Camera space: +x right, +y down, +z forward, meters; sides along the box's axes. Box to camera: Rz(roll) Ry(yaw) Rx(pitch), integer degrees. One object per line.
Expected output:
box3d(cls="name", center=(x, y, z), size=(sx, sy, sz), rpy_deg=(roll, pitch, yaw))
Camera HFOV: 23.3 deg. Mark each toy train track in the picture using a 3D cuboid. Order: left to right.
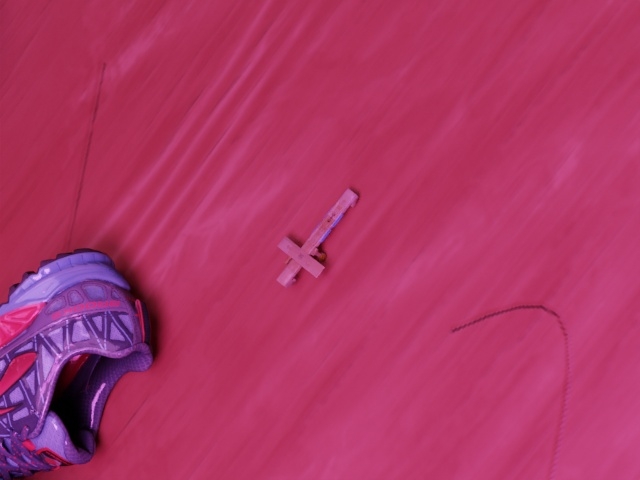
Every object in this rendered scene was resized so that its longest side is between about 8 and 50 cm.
box3d(cls="toy train track", center=(0.000, 0.000, 1.111), size=(0.083, 0.014, 0.048), rpy_deg=(-52, 49, 1))

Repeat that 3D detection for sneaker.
box3d(cls="sneaker", center=(-0.228, 0.132, 1.156), size=(0.262, 0.104, 0.125), rpy_deg=(-49, 59, 10))
